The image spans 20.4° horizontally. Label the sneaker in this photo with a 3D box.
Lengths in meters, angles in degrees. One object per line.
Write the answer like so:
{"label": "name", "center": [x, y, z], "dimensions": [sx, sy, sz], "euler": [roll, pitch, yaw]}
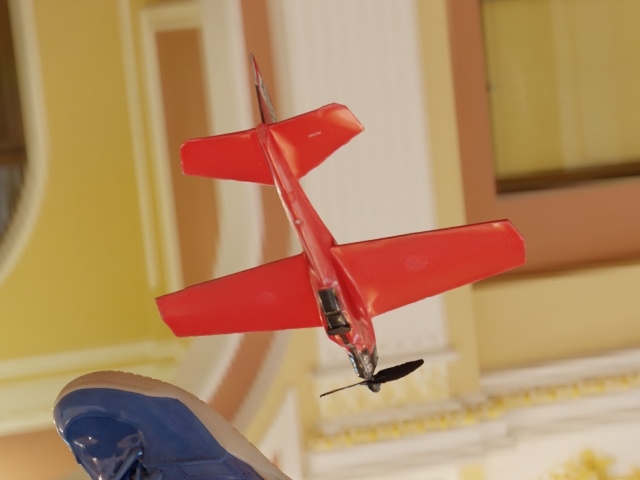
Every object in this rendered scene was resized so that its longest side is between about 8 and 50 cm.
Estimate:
{"label": "sneaker", "center": [-0.057, 0.119, 0.737], "dimensions": [0.152, 0.058, 0.084], "euler": [36, -146, -1]}

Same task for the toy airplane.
{"label": "toy airplane", "center": [0.000, 0.000, 0.669], "dimensions": [0.151, 0.151, 0.028], "euler": [-5, -148, 10]}
